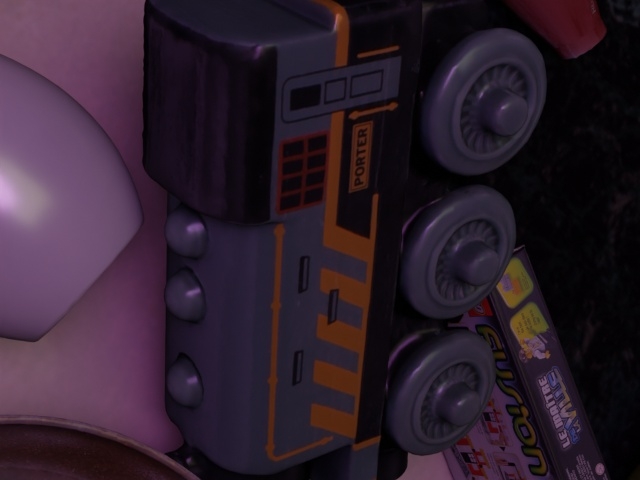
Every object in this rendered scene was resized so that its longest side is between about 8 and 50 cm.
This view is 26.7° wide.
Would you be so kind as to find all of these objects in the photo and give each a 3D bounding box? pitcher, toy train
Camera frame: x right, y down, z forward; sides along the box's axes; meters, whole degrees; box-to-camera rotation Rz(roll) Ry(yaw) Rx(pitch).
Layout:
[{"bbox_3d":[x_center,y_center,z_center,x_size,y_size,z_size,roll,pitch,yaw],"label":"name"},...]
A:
[{"bbox_3d":[-0.207,-0.028,0.657,0.207,0.125,0.178,42,76,-9],"label":"pitcher"},{"bbox_3d":[0.000,0.000,0.707,0.190,0.142,0.334,-15,124,-33],"label":"toy train"}]

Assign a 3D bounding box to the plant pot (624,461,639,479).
[{"bbox_3d":[0.328,0.181,0.881,0.293,0.275,0.274,-26,99,-12],"label":"plant pot"}]

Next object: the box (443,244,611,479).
[{"bbox_3d":[0.113,0.108,0.824,0.036,0.114,0.207,-25,98,-29],"label":"box"}]

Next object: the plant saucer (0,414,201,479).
[{"bbox_3d":[-0.163,0.238,0.668,0.311,0.050,0.310,-1,92,-21],"label":"plant saucer"}]

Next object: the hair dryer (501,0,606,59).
[{"bbox_3d":[0.152,-0.268,0.902,0.224,0.080,0.293,-1,86,-30],"label":"hair dryer"}]
